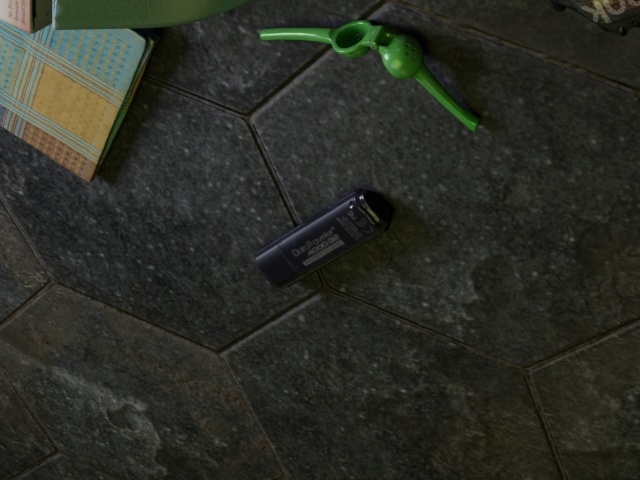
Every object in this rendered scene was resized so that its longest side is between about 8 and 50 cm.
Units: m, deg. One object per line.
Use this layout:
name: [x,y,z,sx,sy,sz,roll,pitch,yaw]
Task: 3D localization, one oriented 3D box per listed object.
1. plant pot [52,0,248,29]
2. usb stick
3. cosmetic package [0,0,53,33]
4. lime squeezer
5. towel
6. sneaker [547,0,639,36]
plant pot: [-0.166,-0.396,1.510,0.252,0.248,0.247,3,143,-15]
usb stick: [0.000,0.000,1.977,0.077,0.045,0.278,48,138,-10]
cosmetic package: [-0.446,-0.404,1.722,0.296,0.129,0.153,26,132,20]
lime squeezer: [0.068,-0.237,1.695,0.310,0.059,0.110,23,170,7]
towel: [-0.399,-0.259,1.963,0.271,0.040,0.370,34,142,-2]
sneaker: [0.353,-0.284,1.420,0.276,0.097,0.135,10,136,26]
